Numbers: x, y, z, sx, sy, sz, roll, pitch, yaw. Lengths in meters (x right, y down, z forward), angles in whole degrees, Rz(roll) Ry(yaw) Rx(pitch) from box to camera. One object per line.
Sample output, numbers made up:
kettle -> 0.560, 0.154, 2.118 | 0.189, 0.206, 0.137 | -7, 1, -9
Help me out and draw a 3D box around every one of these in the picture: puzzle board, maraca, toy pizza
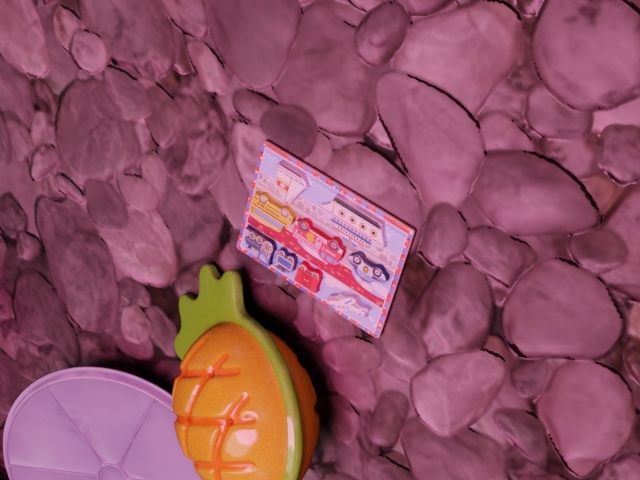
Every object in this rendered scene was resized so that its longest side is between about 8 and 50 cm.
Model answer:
puzzle board -> 0.000, 0.000, 1.041 | 0.128, 0.011, 0.096 | 32, 130, 20
maraca -> -0.061, 0.107, 1.095 | 0.127, 0.099, 0.186 | -48, 55, 41
toy pizza -> -0.165, 0.186, 1.238 | 0.201, 0.032, 0.201 | 8, 118, 14
